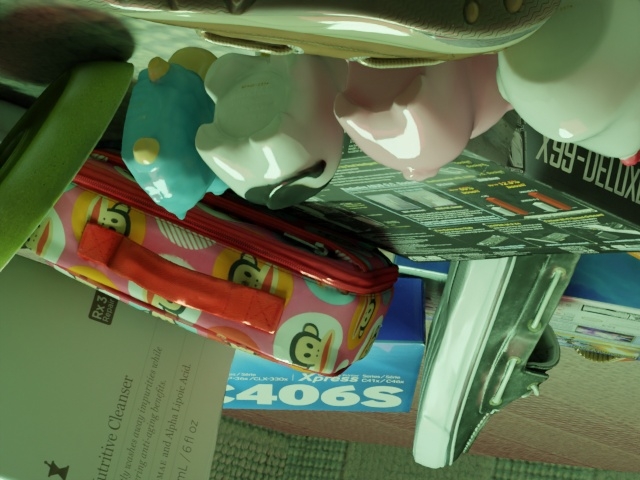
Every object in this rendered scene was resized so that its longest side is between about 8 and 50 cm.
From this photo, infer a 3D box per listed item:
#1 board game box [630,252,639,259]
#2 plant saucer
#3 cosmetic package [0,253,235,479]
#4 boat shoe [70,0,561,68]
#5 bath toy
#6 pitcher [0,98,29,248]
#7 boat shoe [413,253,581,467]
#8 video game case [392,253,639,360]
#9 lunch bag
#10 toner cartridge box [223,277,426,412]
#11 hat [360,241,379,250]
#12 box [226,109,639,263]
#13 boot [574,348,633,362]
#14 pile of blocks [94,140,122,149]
[{"bbox_3d":[0.401,0.035,1.457,0.145,0.027,0.281,-1,163,42],"label":"board game box"},{"bbox_3d":[-0.228,-0.049,1.223,0.037,0.241,0.241,38,160,-16],"label":"plant saucer"},{"bbox_3d":[-0.287,0.134,1.387,0.385,0.217,0.156,19,144,-13],"label":"cosmetic package"},{"bbox_3d":[-0.043,-0.148,0.819,0.324,0.123,0.116,14,170,-4],"label":"boat shoe"},{"bbox_3d":[0.053,-0.086,0.970,0.348,0.151,0.129,-5,148,33],"label":"bath toy"},{"bbox_3d":[-0.309,-0.083,1.407,0.207,0.125,0.178,27,157,-13],"label":"pitcher"},{"bbox_3d":[0.161,0.100,1.480,0.119,0.121,0.335,11,136,-2],"label":"boat shoe"},{"bbox_3d":[0.211,0.049,1.630,0.269,0.061,0.244,11,167,6],"label":"video game case"},{"bbox_3d":[-0.093,0.017,1.348,0.293,0.120,0.258,22,-173,11],"label":"lunch bag"},{"bbox_3d":[-0.076,0.101,1.584,0.348,0.075,0.165,1,150,-2],"label":"toner cartridge box"},{"bbox_3d":[0.000,0.000,1.711,0.173,0.183,0.208,8,128,7],"label":"hat"},{"bbox_3d":[0.092,-0.053,1.226,0.242,0.076,0.307,20,165,-35],"label":"box"},{"bbox_3d":[0.358,0.113,1.805,0.158,0.059,0.085,-2,167,45],"label":"boot"},{"bbox_3d":[-0.231,-0.031,1.563,0.362,0.112,0.149,5,167,26],"label":"pile of blocks"}]
